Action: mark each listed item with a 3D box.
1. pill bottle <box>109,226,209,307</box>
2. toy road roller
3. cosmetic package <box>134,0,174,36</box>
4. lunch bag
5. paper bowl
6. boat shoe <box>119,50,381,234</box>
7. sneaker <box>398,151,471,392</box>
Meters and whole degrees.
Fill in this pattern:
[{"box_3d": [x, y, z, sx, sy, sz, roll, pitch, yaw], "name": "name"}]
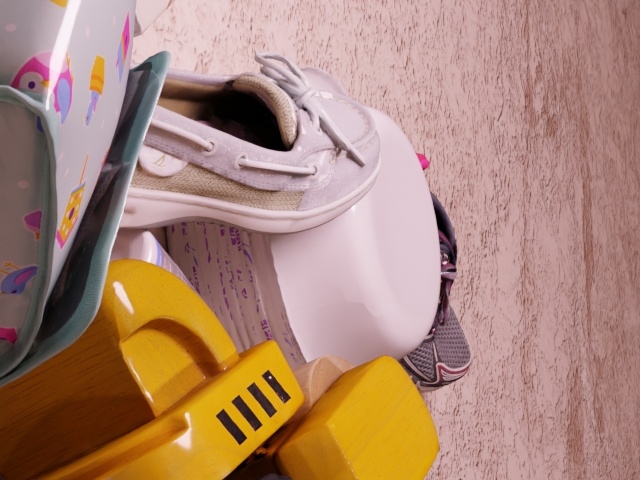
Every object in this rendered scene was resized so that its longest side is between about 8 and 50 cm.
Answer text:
[{"box_3d": [-0.120, 0.051, 1.327, 0.137, 0.078, 0.078, 56, 32, -47], "name": "pill bottle"}, {"box_3d": [-0.090, 0.123, 1.208, 0.241, 0.202, 0.329, 62, 24, -4], "name": "toy road roller"}, {"box_3d": [-0.146, -0.223, 1.262, 0.309, 0.160, 0.113, -58, 136, -57], "name": "cosmetic package"}, {"box_3d": [-0.167, -0.063, 0.966, 0.262, 0.160, 0.223, 97, 3, -49], "name": "lunch bag"}, {"box_3d": [0.000, 0.000, 1.560, 0.284, 0.148, 0.284, -10, 90, -68], "name": "paper bowl"}, {"box_3d": [-0.067, -0.077, 1.328, 0.320, 0.103, 0.118, -2, 39, -44], "name": "boat shoe"}, {"box_3d": [0.083, 0.036, 1.799, 0.299, 0.112, 0.121, 60, 30, -44], "name": "sneaker"}]
